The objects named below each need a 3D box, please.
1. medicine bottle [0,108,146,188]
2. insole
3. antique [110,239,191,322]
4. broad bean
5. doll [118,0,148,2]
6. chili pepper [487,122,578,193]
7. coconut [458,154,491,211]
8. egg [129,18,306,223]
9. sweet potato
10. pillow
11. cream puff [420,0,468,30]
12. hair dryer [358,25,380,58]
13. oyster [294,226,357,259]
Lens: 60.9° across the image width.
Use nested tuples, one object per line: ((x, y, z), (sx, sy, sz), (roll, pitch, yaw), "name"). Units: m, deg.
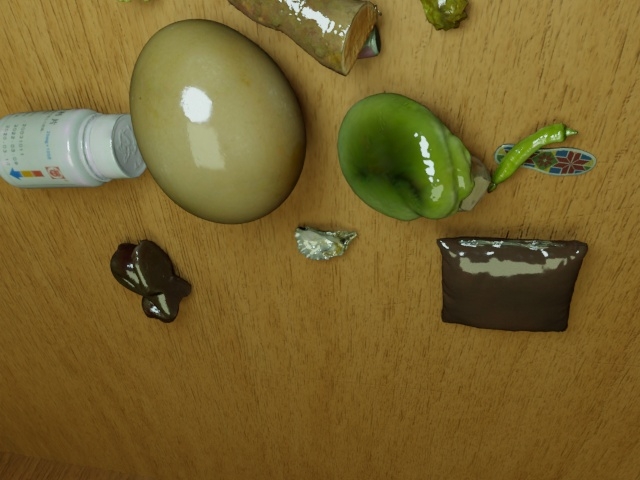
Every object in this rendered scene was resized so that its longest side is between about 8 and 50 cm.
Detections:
((-0.535, -0.197, 1.175), (0.293, 0.170, 0.170), (1, 131, 14), "medicine bottle")
((0.444, -0.160, 1.080), (0.193, 0.006, 0.065), (8, 132, 6), "insole")
((-0.462, 0.117, 1.468), (0.143, 0.121, 0.257), (-9, 128, 30), "antique")
((0.152, -0.148, 1.033), (0.291, 0.119, 0.238), (39, 136, 21), "broad bean")
((-0.294, -0.528, 0.859), (0.119, 0.138, 0.293), (39, 134, 24), "doll")
((0.392, -0.167, 1.059), (0.049, 0.043, 0.208), (17, 141, -34), "chili pepper")
((0.278, -0.107, 1.097), (0.110, 0.110, 0.124), (14, 129, 1), "coconut")
((-0.182, -0.209, 0.993), (0.301, 0.301, 0.374), (-4, 123, 17), "egg")
((-0.067, -0.412, 0.898), (0.337, 0.131, 0.131), (34, 131, 3), "sweet potato")
((0.425, 0.110, 1.256), (0.308, 0.108, 0.305), (2, 136, 15), "pillow")
((0.204, -0.388, 0.903), (0.083, 0.058, 0.083), (7, 133, 10), "cream puff")
((0.044, -0.395, 0.954), (0.106, 0.054, 0.154), (-1, 120, 21), "hair dryer")
((0.000, 0.000, 1.301), (0.122, 0.045, 0.146), (31, 138, -17), "oyster")
